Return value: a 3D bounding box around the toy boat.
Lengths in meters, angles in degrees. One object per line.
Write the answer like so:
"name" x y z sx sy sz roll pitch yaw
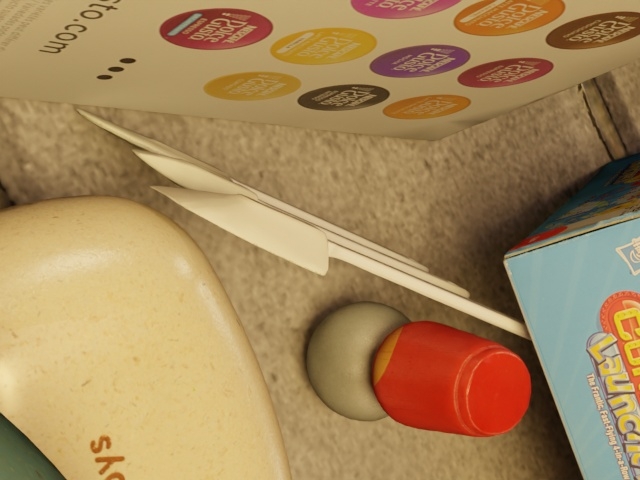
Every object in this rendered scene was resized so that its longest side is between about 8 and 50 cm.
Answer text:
"toy boat" -0.057 0.100 0.566 0.318 0.148 0.268 -15 101 -30

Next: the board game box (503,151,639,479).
"board game box" 0.236 0.106 0.713 0.302 0.086 0.308 -29 99 -64

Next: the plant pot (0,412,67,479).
"plant pot" -0.155 0.147 0.329 0.195 0.290 0.290 15 71 -51

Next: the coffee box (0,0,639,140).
"coffee box" 0.022 -0.262 0.565 0.334 0.337 0.338 3 78 -34

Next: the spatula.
"spatula" 0.000 0.000 0.617 0.242 0.168 0.019 25 93 -33
